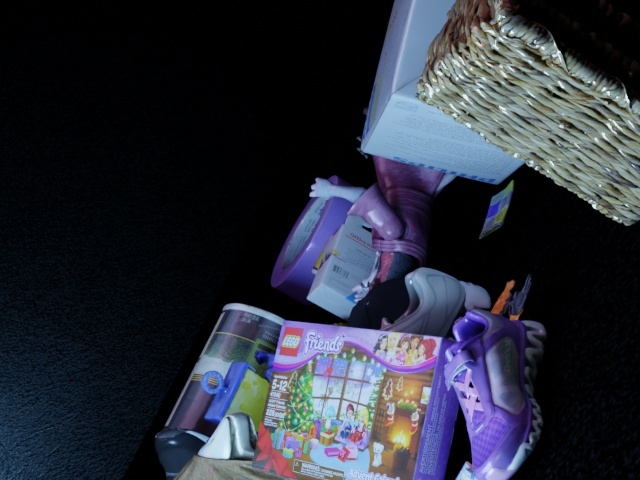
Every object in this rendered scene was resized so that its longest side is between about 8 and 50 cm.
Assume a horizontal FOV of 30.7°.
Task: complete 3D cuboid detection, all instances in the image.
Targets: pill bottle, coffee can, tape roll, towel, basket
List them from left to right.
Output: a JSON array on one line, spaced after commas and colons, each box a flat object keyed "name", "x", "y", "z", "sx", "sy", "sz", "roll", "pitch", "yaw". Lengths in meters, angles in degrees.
[{"name": "coffee can", "x": -0.147, "y": 0.282, "z": 2.135, "sx": 0.275, "sy": 0.201, "sz": 0.201, "roll": -65, "pitch": 12, "yaw": -22}, {"name": "tape roll", "x": 0.000, "y": 0.000, "z": 2.491, "sx": 0.275, "sy": 0.090, "sz": 0.275, "roll": -57, "pitch": 11, "yaw": 17}, {"name": "pill bottle", "x": 0.036, "y": 0.029, "z": 2.321, "sx": 0.116, "sy": 0.065, "sz": 0.065, "roll": -60, "pitch": 11, "yaw": -3}, {"name": "towel", "x": 0.255, "y": -0.044, "z": 1.675, "sx": 0.060, "sy": 0.009, "sz": 0.083, "roll": -43, "pitch": 20, "yaw": 58}, {"name": "basket", "x": 0.286, "y": -0.185, "z": 1.152, "sx": 0.213, "sy": 0.299, "sz": 0.223, "roll": -62, "pitch": 9, "yaw": -18}]

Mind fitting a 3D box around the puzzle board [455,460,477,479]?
[{"name": "puzzle board", "x": 0.153, "y": 0.297, "z": 1.262, "sx": 0.096, "sy": 0.011, "sz": 0.128, "roll": -61, "pitch": 12, "yaw": -1}]

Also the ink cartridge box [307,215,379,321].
[{"name": "ink cartridge box", "x": 0.057, "y": 0.048, "z": 2.074, "sx": 0.061, "sy": 0.104, "sz": 0.181, "roll": -46, "pitch": 17, "yaw": 49}]

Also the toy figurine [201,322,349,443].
[{"name": "toy figurine", "x": -0.081, "y": 0.246, "z": 1.896, "sx": 0.362, "sy": 0.217, "sz": 0.191, "roll": -64, "pitch": 12, "yaw": -16}]

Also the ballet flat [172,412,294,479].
[{"name": "ballet flat", "x": -0.078, "y": 0.300, "z": 1.622, "sx": 0.342, "sy": 0.116, "sz": 0.124, "roll": -8, "pitch": 88, "yaw": 35}]

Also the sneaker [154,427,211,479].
[{"name": "sneaker", "x": -0.195, "y": 0.432, "z": 1.934, "sx": 0.107, "sy": 0.283, "sz": 0.124, "roll": -12, "pitch": 39, "yaw": 19}]

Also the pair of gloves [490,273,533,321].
[{"name": "pair of gloves", "x": 0.236, "y": 0.078, "z": 1.450, "sx": 0.074, "sy": 0.010, "sz": 0.083, "roll": -63, "pitch": 12, "yaw": -16}]

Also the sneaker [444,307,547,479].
[{"name": "sneaker", "x": 0.178, "y": 0.161, "z": 1.258, "sx": 0.095, "sy": 0.104, "sz": 0.236, "roll": -50, "pitch": 16, "yaw": 38}]

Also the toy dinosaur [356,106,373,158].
[{"name": "toy dinosaur", "x": 0.155, "y": -0.233, "z": 2.411, "sx": 0.160, "sy": 0.121, "sz": 0.313, "roll": -45, "pitch": 10, "yaw": 14}]

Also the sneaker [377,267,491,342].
[{"name": "sneaker", "x": 0.108, "y": 0.172, "z": 1.511, "sx": 0.292, "sy": 0.118, "sz": 0.110, "roll": -64, "pitch": 13, "yaw": -10}]

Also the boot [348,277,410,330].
[{"name": "boot", "x": 0.066, "y": 0.186, "z": 1.701, "sx": 0.246, "sy": 0.094, "sz": 0.207, "roll": -49, "pitch": 18, "yaw": 19}]

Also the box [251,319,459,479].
[{"name": "box", "x": 0.042, "y": 0.210, "z": 1.440, "sx": 0.293, "sy": 0.057, "sz": 0.201, "roll": 1, "pitch": 74, "yaw": 49}]

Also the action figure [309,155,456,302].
[{"name": "action figure", "x": 0.146, "y": -0.043, "z": 1.889, "sx": 0.276, "sy": 0.248, "sz": 0.370, "roll": -7, "pitch": 54, "yaw": 21}]

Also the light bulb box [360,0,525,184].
[{"name": "light bulb box", "x": 0.215, "y": -0.294, "z": 1.596, "sx": 0.361, "sy": 0.225, "sz": 0.358, "roll": 118, "pitch": 166, "yaw": -82}]
